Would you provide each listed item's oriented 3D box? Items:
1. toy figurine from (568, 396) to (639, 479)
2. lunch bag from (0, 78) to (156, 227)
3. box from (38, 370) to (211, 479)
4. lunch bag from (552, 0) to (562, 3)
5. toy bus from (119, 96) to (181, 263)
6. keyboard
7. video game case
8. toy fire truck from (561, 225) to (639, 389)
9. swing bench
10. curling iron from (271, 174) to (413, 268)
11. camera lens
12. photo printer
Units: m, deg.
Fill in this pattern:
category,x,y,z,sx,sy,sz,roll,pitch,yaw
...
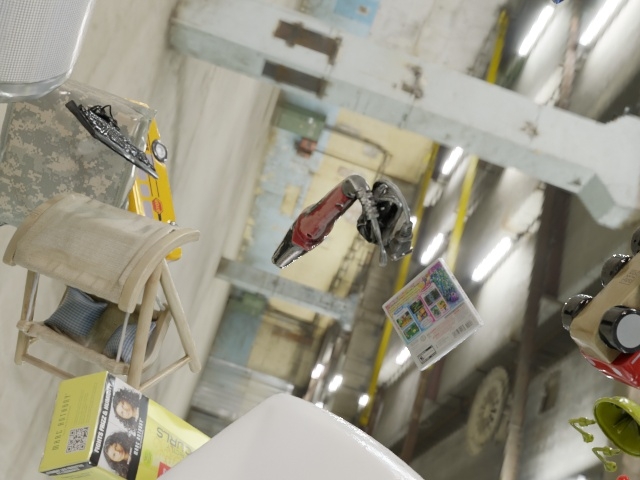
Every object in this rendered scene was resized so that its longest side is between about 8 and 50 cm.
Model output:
category,x,y,z,sx,sy,sz,roll,pitch,yaw
toy figurine,0.677,0.393,1.502,0.217,0.362,0.191,-35,168,-22
lunch bag,-0.450,-0.133,1.449,0.169,0.235,0.287,-109,-141,-73
box,-0.156,0.212,0.761,0.232,0.058,0.087,51,32,-45
lunch bag,0.197,-0.240,0.645,0.098,0.065,0.067,65,5,-61
toy bus,-0.379,-0.111,1.637,0.130,0.108,0.332,5,71,-63
keyboard,-0.276,-0.149,1.092,0.038,0.100,0.192,-44,163,0
video game case,0.200,0.134,1.456,0.019,0.143,0.157,-2,145,-50
toy fire truck,0.472,0.124,1.092,0.217,0.246,0.158,-44,-167,-8
swing bench,-0.327,0.084,1.210,0.165,0.253,0.254,-31,130,-51
curling iron,0.000,0.000,0.655,0.035,0.068,0.274,-27,-178,-23
camera lens,-0.323,-0.292,0.794,0.274,0.219,0.219,-58,-169,34
photo printer,-0.027,0.267,0.651,0.307,0.256,0.107,-29,145,-46
